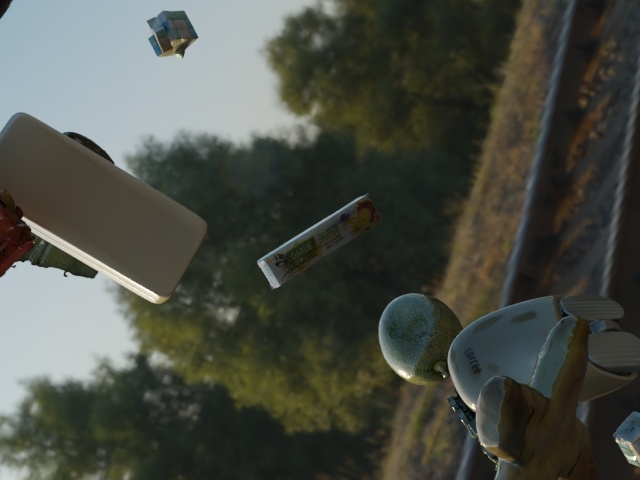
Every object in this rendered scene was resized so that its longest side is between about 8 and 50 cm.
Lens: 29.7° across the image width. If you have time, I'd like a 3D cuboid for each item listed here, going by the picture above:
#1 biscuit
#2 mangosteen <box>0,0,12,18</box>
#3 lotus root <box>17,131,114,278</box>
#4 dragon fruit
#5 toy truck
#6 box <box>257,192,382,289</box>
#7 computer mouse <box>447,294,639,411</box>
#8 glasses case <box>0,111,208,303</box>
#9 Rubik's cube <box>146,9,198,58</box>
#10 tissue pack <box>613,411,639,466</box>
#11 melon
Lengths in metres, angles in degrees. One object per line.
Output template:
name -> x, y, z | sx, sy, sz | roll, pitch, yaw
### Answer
biscuit -> 0.184, 0.164, 1.011 | 0.208, 0.047, 0.164 | -22, -70, -59
mangosteen -> -0.454, -0.301, 1.192 | 0.313, 0.297, 0.297 | -44, -18, -43
lotus root -> -0.481, -0.089, 2.130 | 0.260, 0.267, 0.149 | -56, 36, 30
dragon fruit -> -0.467, -0.012, 1.655 | 0.133, 0.150, 0.208 | -31, 60, 43
toy truck -> 0.279, 0.301, 1.956 | 0.077, 0.100, 0.169 | -36, 45, 0
box -> 0.000, 0.000, 1.846 | 0.207, 0.050, 0.041 | -32, 2, -21
computer mouse -> 0.275, 0.138, 1.479 | 0.082, 0.236, 0.145 | 84, 171, -46
glasses case -> -0.341, -0.047, 1.790 | 0.144, 0.336, 0.076 | -60, 7, -17
Rubik's cube -> -0.273, -0.367, 2.149 | 0.073, 0.084, 0.075 | -34, 63, 38
tissue pack -> 0.616, 0.385, 2.318 | 0.074, 0.094, 0.058 | -44, 31, -14
melon -> 0.167, 0.163, 1.973 | 0.139, 0.139, 0.192 | -69, 27, 23
